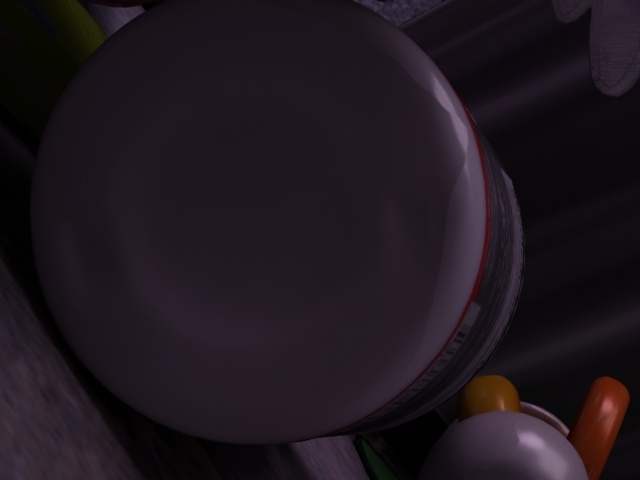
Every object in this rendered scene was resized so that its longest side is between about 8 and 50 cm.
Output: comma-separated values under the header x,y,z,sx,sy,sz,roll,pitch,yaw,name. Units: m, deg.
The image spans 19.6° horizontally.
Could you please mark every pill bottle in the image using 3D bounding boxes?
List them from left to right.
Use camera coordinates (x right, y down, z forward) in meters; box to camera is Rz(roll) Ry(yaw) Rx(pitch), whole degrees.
x,y,z,sx,sy,sz,roll,pitch,yaw,name
0.000,0.000,0.760,0.161,0.161,0.283,56,6,9,pill bottle

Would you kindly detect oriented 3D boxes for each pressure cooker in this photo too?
x,y,z,sx,sy,sz,roll,pitch,yaw,name
0.185,-0.016,1.217,0.375,0.420,0.370,-33,96,-51,pressure cooker

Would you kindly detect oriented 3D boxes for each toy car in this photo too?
x,y,z,sx,sy,sz,roll,pitch,yaw,name
0.118,0.150,0.847,0.159,0.136,0.182,8,77,-83,toy car

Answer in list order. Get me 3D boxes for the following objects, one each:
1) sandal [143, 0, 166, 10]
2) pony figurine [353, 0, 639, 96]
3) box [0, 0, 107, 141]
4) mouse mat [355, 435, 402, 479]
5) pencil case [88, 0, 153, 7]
x,y,z,sx,sy,sz,roll,pitch,yaw,name
-0.188,-0.289,1.449,0.254,0.054,0.097,65,12,-5,sandal
0.061,-0.237,0.969,0.363,0.303,0.351,-139,-133,-79,pony figurine
-0.141,-0.105,0.784,0.178,0.042,0.109,47,9,-48,box
0.081,0.204,1.040,0.152,0.007,0.189,51,6,-37,mouse mat
-0.131,-0.263,1.198,0.160,0.167,0.386,28,12,-12,pencil case
